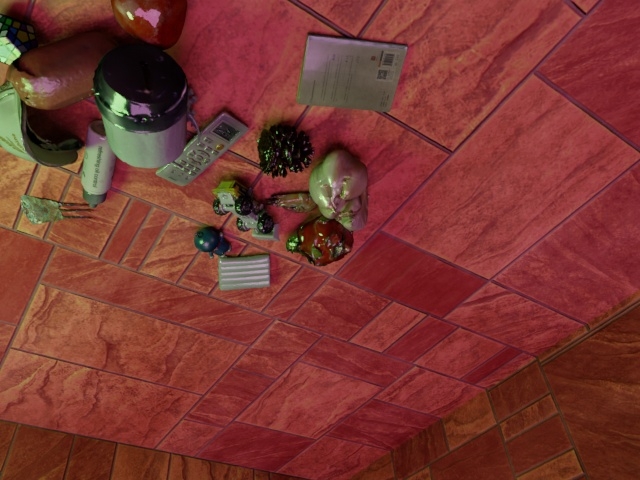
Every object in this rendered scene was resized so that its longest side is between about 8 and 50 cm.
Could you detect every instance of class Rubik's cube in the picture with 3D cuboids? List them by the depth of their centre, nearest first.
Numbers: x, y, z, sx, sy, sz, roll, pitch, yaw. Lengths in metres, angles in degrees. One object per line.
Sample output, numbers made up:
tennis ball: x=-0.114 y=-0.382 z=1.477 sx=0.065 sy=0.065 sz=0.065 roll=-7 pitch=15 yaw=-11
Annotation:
Rubik's cube: x=-0.767 y=-0.494 z=1.344 sx=0.133 sy=0.112 sz=0.133 roll=-4 pitch=133 yaw=-4

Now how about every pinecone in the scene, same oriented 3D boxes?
pinecone: x=-0.096 y=-0.266 z=1.614 sx=0.165 sy=0.163 sz=0.163 roll=-6 pitch=138 yaw=-26

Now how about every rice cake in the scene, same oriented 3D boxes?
rice cake: x=-0.288 y=0.120 z=2.050 sx=0.198 sy=0.037 sz=0.189 roll=1 pitch=135 yaw=-7

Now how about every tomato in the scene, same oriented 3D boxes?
tomato: x=-0.413 y=-0.552 z=1.301 sx=0.187 sy=0.151 sz=0.187 roll=0 pitch=138 yaw=0

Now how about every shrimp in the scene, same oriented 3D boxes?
shrimp: x=-0.098 y=-0.128 z=1.833 sx=0.180 sy=0.041 sz=0.099 roll=0 pitch=149 yaw=-8

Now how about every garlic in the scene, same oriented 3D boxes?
garlic: x=0.055 y=-0.149 z=1.712 sx=0.185 sy=0.203 sz=0.281 roll=7 pitch=139 yaw=11

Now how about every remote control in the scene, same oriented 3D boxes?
remote control: x=-0.364 y=-0.278 z=1.642 sx=0.313 sy=0.055 sz=0.109 roll=-35 pitch=145 yaw=22

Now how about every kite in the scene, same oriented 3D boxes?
kite: x=-0.871 y=-0.094 z=1.798 sx=0.229 sy=0.016 sz=0.127 roll=5 pitch=137 yaw=-6

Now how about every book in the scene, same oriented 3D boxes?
book: x=0.086 y=-0.465 z=1.522 sx=0.283 sy=0.025 sz=0.214 roll=4 pitch=133 yaw=-11

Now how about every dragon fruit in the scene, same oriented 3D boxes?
dragon fruit: x=-0.007 y=0.015 z=1.861 sx=0.269 sy=0.200 sz=0.198 roll=-26 pitch=120 yaw=20

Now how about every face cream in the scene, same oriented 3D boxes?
face cream: x=-0.675 y=-0.216 z=1.644 sx=0.092 sy=0.092 sz=0.311 roll=14 pitch=132 yaw=-19

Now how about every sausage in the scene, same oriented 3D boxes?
sausage: x=-0.628 y=-0.425 z=1.354 sx=0.280 sy=0.152 sz=0.152 roll=-27 pitch=138 yaw=-20

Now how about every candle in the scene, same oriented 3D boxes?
candle: x=-0.450 y=-0.317 z=1.383 sx=0.221 sy=0.221 sz=0.342 roll=7 pitch=154 yaw=-12

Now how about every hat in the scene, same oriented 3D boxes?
hat: x=-0.790 y=-0.273 z=1.468 sx=0.168 sy=0.301 sz=0.258 roll=-37 pitch=130 yaw=-1

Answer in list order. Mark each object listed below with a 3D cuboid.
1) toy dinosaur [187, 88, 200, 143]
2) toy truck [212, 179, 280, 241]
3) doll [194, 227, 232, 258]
toy dinosaur: x=-0.379 y=-0.373 z=1.528 sx=0.082 sy=0.039 sz=0.208 roll=-1 pitch=117 yaw=36
toy truck: x=-0.235 y=-0.095 z=1.791 sx=0.136 sy=0.111 sz=0.286 roll=4 pitch=154 yaw=36
doll: x=-0.384 y=0.007 z=1.902 sx=0.114 sy=0.085 sz=0.152 roll=-44 pitch=136 yaw=14
